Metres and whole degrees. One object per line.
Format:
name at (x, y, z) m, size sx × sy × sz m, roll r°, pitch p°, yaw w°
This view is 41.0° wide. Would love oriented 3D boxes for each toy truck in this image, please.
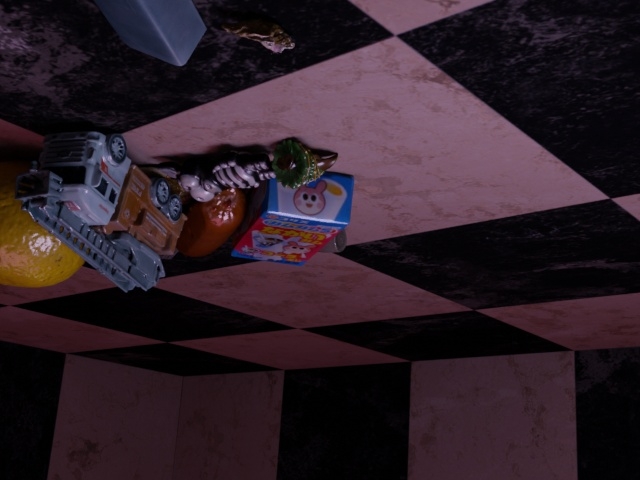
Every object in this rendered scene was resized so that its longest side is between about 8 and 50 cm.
toy truck at (-0.365, -0.052, 1.438) m, size 0.133 × 0.184 × 0.338 m, roll -1°, pitch 154°, yaw 21°

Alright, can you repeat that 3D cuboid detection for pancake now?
pancake at (-0.290, -0.099, 1.574) m, size 0.158 × 0.028 × 0.158 m, roll 2°, pitch 160°, yaw 1°

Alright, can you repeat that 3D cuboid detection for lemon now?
lemon at (-0.531, -0.032, 1.518) m, size 0.253 × 0.228 × 0.228 m, roll 23°, pitch 155°, yaw -40°

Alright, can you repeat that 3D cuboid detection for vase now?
vase at (0.000, 0.000, 1.795) m, size 0.101 × 0.053 × 0.053 m, roll -2°, pitch 162°, yaw 31°

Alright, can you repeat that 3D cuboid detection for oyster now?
oyster at (-0.072, -0.251, 1.037) m, size 0.051 × 0.034 × 0.093 m, roll 10°, pitch -178°, yaw 39°

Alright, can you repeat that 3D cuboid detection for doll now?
doll at (-0.021, -0.112, 1.396) m, size 0.078 × 0.076 × 0.113 m, roll -22°, pitch 152°, yaw 37°
doll at (-0.174, -0.111, 1.448) m, size 0.219 × 0.067 × 0.091 m, roll -4°, pitch 154°, yaw 30°

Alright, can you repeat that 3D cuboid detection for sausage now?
sausage at (-0.219, -0.028, 1.667) m, size 0.097 × 0.094 × 0.348 m, roll -14°, pitch 169°, yaw -22°

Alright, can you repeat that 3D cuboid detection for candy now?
candy at (-0.060, -0.041, 1.599) m, size 0.157 × 0.100 × 0.306 m, roll 9°, pitch 161°, yaw -16°

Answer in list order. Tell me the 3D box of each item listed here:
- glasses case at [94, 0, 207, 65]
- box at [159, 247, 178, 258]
glasses case at (-0.213, -0.279, 0.933) m, size 0.105 × 0.056 × 0.266 m, roll 0°, pitch 162°, yaw 10°
box at (-0.366, 0.001, 1.902) m, size 0.115 × 0.035 × 0.177 m, roll 10°, pitch 162°, yaw -18°
